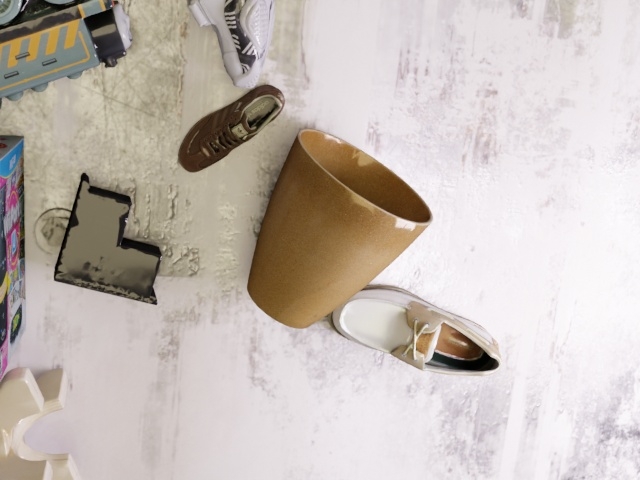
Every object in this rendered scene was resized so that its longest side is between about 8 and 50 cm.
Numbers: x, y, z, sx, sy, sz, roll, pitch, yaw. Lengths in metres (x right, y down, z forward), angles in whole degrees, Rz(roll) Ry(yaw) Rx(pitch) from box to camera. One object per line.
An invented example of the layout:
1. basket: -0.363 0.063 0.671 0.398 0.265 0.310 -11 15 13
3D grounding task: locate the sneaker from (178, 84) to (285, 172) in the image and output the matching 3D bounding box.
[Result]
1. sneaker: -0.135 -0.169 1.378 0.188 0.071 0.066 -40 110 -2

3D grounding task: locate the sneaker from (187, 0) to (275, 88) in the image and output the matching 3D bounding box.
1. sneaker: -0.179 -0.385 1.276 0.210 0.137 0.366 3 129 8

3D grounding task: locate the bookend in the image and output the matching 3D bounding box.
1. bookend: -0.302 -0.002 1.379 0.156 0.072 0.157 15 99 -18

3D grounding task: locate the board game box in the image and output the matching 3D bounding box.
1. board game box: -0.469 0.019 1.262 0.097 0.224 0.303 1 104 -9

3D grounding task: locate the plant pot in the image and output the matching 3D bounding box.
1. plant pot: 0.000 0.000 1.392 0.237 0.237 0.254 28 110 -19

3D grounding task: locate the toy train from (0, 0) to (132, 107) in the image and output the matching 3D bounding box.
1. toy train: -0.424 -0.287 1.251 0.333 0.142 0.190 -22 120 -10

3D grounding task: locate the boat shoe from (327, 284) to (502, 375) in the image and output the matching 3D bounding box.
1. boat shoe: 0.163 0.152 1.516 0.302 0.103 0.113 14 100 -17

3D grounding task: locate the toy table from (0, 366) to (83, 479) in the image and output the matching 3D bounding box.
1. toy table: -0.461 0.293 1.336 0.160 0.252 0.274 -11 138 1
